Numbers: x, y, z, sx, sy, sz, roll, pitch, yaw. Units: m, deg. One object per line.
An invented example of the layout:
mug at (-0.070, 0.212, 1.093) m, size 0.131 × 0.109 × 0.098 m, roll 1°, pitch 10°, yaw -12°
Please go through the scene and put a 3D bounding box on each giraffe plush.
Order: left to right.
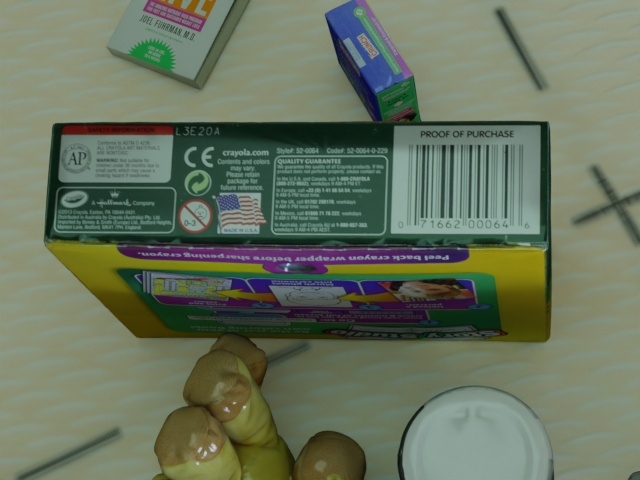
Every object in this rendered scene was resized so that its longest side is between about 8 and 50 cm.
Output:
giraffe plush at (-0.037, 0.197, 1.444) m, size 0.170 × 0.210 × 0.181 m, roll 20°, pitch 48°, yaw 8°

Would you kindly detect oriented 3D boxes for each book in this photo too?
book at (-0.121, -0.220, 1.667) m, size 0.096 × 0.035 × 0.144 m, roll 22°, pitch 78°, yaw 18°

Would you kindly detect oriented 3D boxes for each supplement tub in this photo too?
supplement tub at (0.125, 0.188, 1.417) m, size 0.117 × 0.190 × 0.117 m, roll -2°, pitch 72°, yaw 8°

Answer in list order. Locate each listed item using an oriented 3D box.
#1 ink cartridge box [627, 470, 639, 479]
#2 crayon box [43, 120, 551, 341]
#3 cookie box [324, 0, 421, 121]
ink cartridge box at (0.373, 0.275, 1.341) m, size 0.273 × 0.114 × 0.197 m, roll 9°, pitch 71°, yaw -18°
crayon box at (0.000, 0.000, 1.428) m, size 0.363 × 0.313 × 0.106 m, roll 1°, pitch 76°, yaw 7°
cookie box at (0.047, -0.150, 1.579) m, size 0.040 × 0.107 × 0.092 m, roll -29°, pitch 71°, yaw -2°
